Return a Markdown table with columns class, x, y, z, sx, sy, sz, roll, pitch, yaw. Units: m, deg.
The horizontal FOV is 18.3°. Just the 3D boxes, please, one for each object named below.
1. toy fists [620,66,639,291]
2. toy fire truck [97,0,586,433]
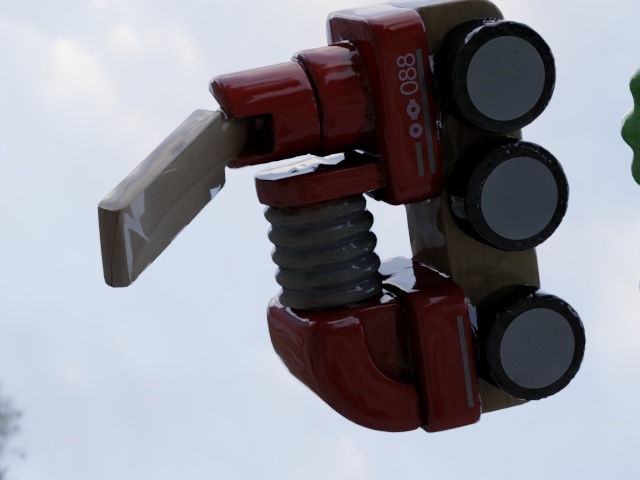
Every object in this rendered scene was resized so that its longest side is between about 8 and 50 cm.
| class | x | y | z | sx | sy | sz | roll | pitch | yaw |
| --- | --- | --- | --- | --- | --- | --- | --- | --- | --- |
| toy fists | 0.302 | -0.035 | 1.472 | 0.142 | 0.096 | 0.279 | -4 | -64 | 15 |
| toy fire truck | 0.000 | 0.000 | 0.999 | 0.158 | 0.246 | 0.217 | -151 | -129 | -69 |
